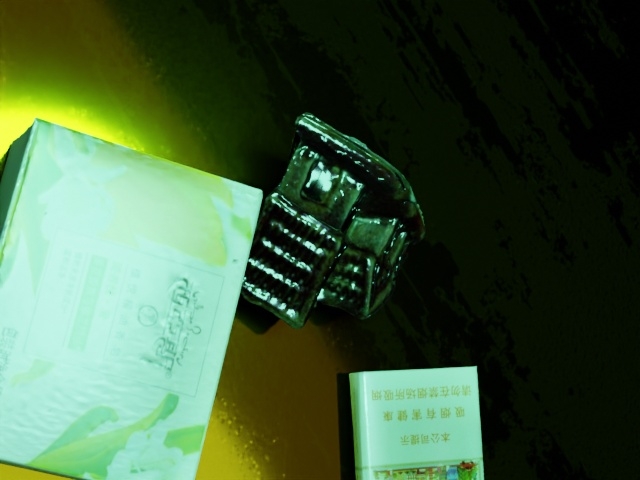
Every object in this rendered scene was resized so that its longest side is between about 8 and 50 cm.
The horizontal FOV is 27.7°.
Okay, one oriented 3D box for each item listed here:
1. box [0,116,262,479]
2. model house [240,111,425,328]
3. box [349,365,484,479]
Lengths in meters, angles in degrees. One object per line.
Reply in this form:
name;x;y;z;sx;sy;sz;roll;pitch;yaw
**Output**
box;-0.176;0.058;1.024;0.194;0.111;0.260;17;75;-20
model house;0.006;0.003;1.107;0.165;0.106;0.152;31;71;-12
box;0.089;0.225;1.155;0.122;0.032;0.220;-1;84;-23
